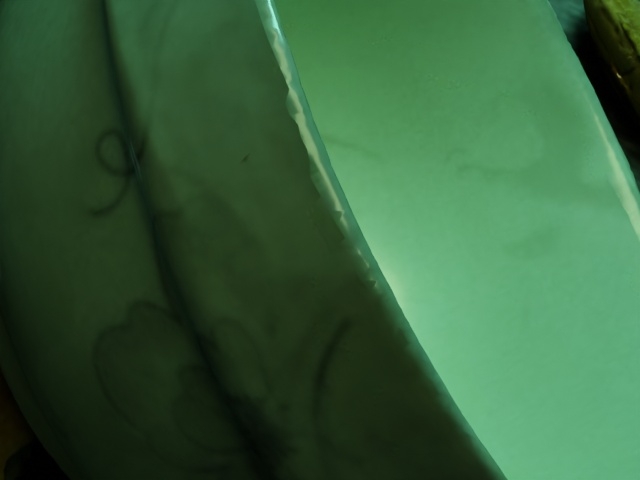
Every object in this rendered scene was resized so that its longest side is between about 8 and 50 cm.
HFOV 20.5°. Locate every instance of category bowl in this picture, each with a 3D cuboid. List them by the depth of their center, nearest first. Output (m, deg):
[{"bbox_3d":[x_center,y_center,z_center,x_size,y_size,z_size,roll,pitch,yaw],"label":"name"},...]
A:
[{"bbox_3d":[0.000,0.000,0.586,0.307,0.163,0.307,46,32,-40],"label":"bowl"}]

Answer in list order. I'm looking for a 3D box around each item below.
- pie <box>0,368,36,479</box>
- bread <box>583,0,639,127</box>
[{"bbox_3d":[-0.234,-0.002,0.593,0.339,0.083,0.339,8,57,-13],"label":"pie"},{"bbox_3d":[0.161,-0.084,0.812,0.072,0.053,0.106,-12,65,-53],"label":"bread"}]
